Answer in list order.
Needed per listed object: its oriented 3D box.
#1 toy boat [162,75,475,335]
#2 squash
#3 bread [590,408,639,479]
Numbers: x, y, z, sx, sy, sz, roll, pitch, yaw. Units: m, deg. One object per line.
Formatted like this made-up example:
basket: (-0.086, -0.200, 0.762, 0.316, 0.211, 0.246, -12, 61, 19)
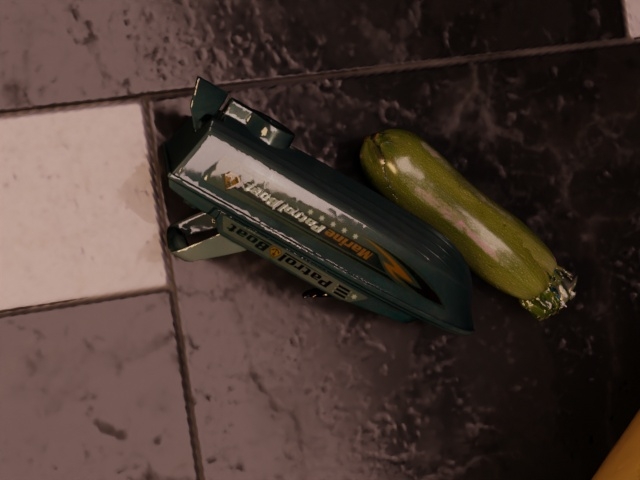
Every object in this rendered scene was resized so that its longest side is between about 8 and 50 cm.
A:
toy boat: (0.000, 0.000, 0.924, 0.246, 0.093, 0.103, 30, 100, -16)
squash: (0.099, -0.013, 0.978, 0.183, 0.052, 0.052, 37, 78, -13)
bread: (0.359, 0.224, 0.933, 0.394, 0.250, 0.361, -47, 113, -14)
